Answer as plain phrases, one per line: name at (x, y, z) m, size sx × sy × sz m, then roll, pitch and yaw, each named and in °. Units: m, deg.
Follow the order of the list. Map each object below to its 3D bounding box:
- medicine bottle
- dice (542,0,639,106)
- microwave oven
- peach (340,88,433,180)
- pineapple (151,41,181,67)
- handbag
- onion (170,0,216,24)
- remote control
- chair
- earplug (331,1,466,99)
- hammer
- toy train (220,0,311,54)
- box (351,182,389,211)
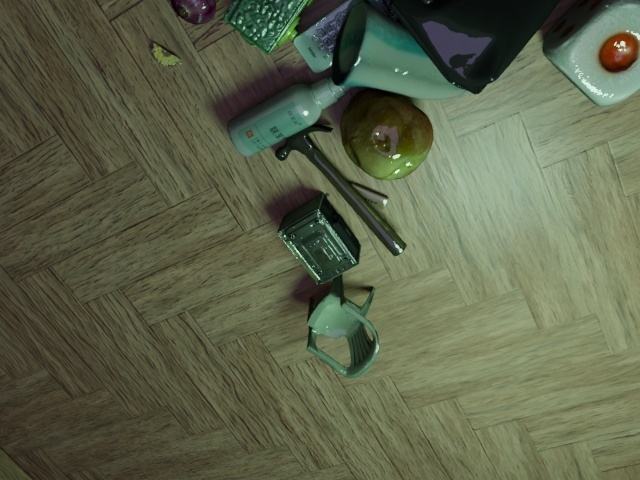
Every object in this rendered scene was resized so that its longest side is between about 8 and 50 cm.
medicine bottle at (-0.066, -0.332, 1.394) m, size 0.351 × 0.110 × 0.110 m, roll -23°, pitch 113°, yaw 19°
dice at (0.618, -0.422, 1.196) m, size 0.194 × 0.192 × 0.193 m, roll 36°, pitch 116°, yaw -13°
microwave oven at (0.000, 0.000, 1.555) m, size 0.163 × 0.129 × 0.205 m, roll -30°, pitch 111°, yaw 23°
peach at (0.151, -0.267, 1.343) m, size 0.214 × 0.214 × 0.235 m, roll -47°, pitch 73°, yaw 27°
pineapple at (-0.402, -0.472, 1.423) m, size 0.083 × 0.019 × 0.045 m, roll 28°, pitch 113°, yaw -6°
handbag at (0.326, -0.511, 1.180) m, size 0.288 × 0.152 × 0.342 m, roll 39°, pitch 83°, yaw -4°
onion at (-0.301, -0.574, 1.314) m, size 0.115 × 0.115 × 0.104 m, roll 30°, pitch 74°, yaw -8°
remote control at (0.079, -0.518, 1.306) m, size 0.293 × 0.051 × 0.103 m, roll -29°, pitch 119°, yaw 19°
chair at (0.070, 0.233, 1.589) m, size 0.190 × 0.275 × 0.203 m, roll 31°, pitch 121°, yaw -9°
earplug at (0.206, -0.405, 1.274) m, size 0.324 × 0.185 × 0.185 m, roll 12°, pitch 121°, yaw -21°
hammer at (0.076, -0.128, 1.497) m, size 0.168 × 0.044 × 0.440 m, roll -37°, pitch 102°, yaw 27°
toy train at (-0.092, -0.551, 1.235) m, size 0.159 × 0.188 × 0.272 m, roll 37°, pitch 115°, yaw -13°
box at (0.130, -0.119, 1.529) m, size 0.115 × 0.025 × 0.048 m, roll 23°, pitch 121°, yaw -4°
